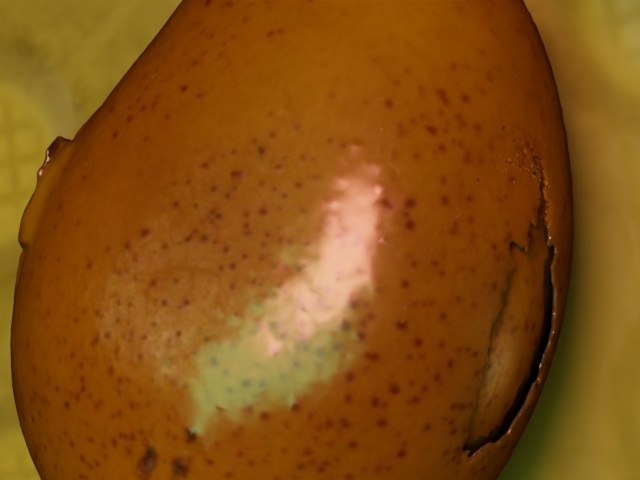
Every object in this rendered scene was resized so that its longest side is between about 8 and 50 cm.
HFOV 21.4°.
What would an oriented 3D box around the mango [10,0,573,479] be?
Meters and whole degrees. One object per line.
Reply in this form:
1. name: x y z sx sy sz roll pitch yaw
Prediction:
1. mango: 0.000 0.000 0.632 0.191 0.160 0.290 11 82 30
